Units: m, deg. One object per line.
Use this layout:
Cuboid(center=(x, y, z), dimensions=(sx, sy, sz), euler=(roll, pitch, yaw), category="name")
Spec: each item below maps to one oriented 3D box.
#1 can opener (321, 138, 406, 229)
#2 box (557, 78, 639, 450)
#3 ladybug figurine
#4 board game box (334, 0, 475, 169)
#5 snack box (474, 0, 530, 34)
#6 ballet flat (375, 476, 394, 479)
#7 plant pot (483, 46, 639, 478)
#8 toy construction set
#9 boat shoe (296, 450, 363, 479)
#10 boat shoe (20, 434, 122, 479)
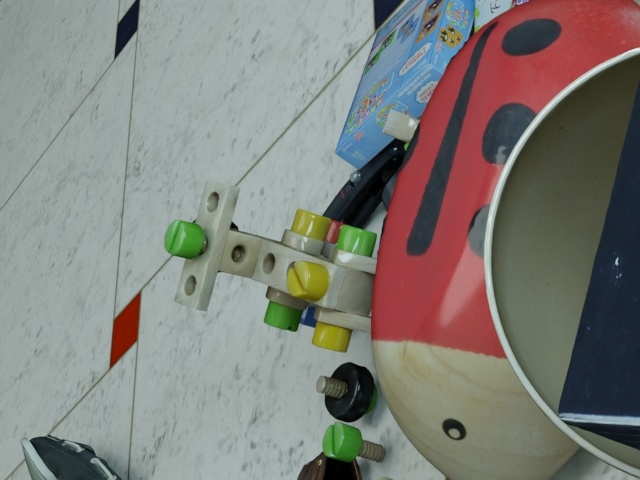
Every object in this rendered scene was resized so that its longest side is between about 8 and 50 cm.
Cuboid(center=(0.044, -0.045, 1.802), dimensions=(0.186, 0.059, 0.073), euler=(-41, 37, 44), category="can opener")
Cuboid(center=(0.330, -0.021, 0.892), dimensions=(0.179, 0.312, 0.343), euler=(-7, 64, 63), category="box")
Cuboid(center=(0.160, -0.018, 1.427), dimensions=(0.305, 0.161, 0.449), euler=(-8, 63, 62), category="ladybug figurine")
Cuboid(center=(0.095, -0.189, 1.766), dimensions=(0.160, 0.039, 0.211), euler=(-41, 20, 41), category="board game box")
Cuboid(center=(0.193, -0.256, 1.692), dimensions=(0.100, 0.037, 0.141), euler=(-40, 37, 48), category="snack box")
Cuboid(center=(0.070, 0.320, 1.464), dimensions=(0.086, 0.086, 0.248), euler=(-29, 47, 54), category="ballet flat")
Cuboid(center=(0.252, 0.030, 1.136), dimensions=(0.191, 0.284, 0.284), euler=(61, -135, -76), category="plant pot")
Cuboid(center=(0.000, 0.000, 1.625), dimensions=(0.309, 0.237, 0.257), euler=(-57, 34, 20), category="toy construction set")
Cuboid(center=(0.011, 0.277, 1.601), dimensions=(0.073, 0.073, 0.207), euler=(-54, 29, 32), category="boat shoe")
Cuboid(center=(-0.312, 0.310, 2.211), dimensions=(0.302, 0.091, 0.114), euler=(31, 143, 64), category="boat shoe")
